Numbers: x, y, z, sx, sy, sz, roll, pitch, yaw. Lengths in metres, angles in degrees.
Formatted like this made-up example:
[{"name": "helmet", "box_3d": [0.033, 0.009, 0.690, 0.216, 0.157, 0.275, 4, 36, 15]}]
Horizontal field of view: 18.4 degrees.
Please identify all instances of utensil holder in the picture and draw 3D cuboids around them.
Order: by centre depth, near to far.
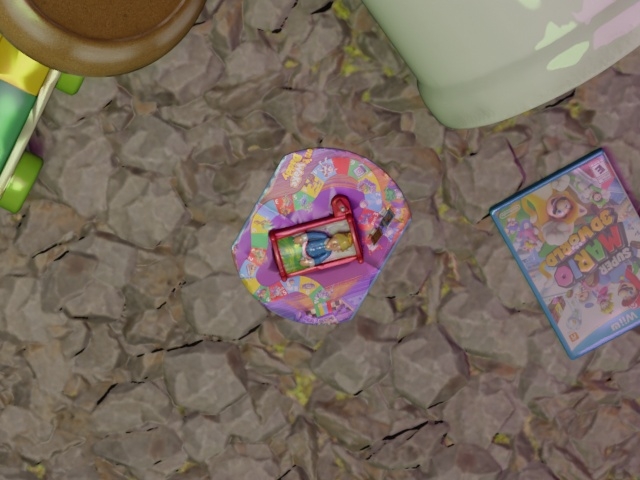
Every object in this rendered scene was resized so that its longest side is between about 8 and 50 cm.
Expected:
[{"name": "utensil holder", "box_3d": [0.118, -0.337, 1.558, 0.328, 0.327, 0.385, -35, 107, 6]}]

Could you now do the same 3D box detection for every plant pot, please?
[{"name": "plant pot", "box_3d": [-0.187, -0.257, 1.668, 0.236, 0.032, 0.236, 0, 90, -30]}]

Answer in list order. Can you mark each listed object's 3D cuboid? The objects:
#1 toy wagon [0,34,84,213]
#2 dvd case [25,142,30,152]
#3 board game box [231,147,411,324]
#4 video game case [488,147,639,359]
[{"name": "toy wagon", "box_3d": [-0.328, -0.188, 1.696, 0.267, 0.068, 0.344, 26, 102, -9]}, {"name": "dvd case", "box_3d": [-0.362, -0.172, 1.746, 0.180, 0.022, 0.253, -6, 105, 0]}, {"name": "board game box", "box_3d": [0.000, 0.000, 1.801, 0.133, 0.033, 0.168, 29, 101, -10]}, {"name": "video game case", "box_3d": [0.246, 0.014, 1.825, 0.119, 0.015, 0.166, -29, 104, 5]}]
